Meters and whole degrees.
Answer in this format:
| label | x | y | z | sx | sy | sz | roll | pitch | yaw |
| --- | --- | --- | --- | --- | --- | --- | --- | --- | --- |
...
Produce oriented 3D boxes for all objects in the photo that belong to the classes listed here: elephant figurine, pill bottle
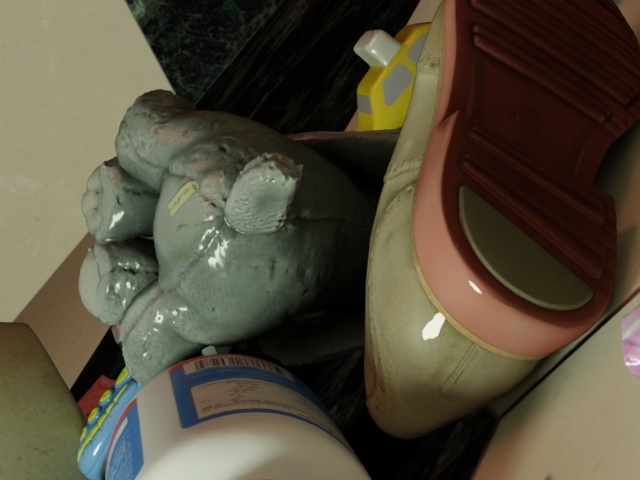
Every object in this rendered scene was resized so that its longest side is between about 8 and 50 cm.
| label | x | y | z | sx | sy | sz | roll | pitch | yaw |
| --- | --- | --- | --- | --- | --- | --- | --- | --- | --- |
| elephant figurine | 0.000 | 0.000 | 0.947 | 0.186 | 0.239 | 0.169 | 50 | 123 | 45 |
| pill bottle | -0.035 | 0.131 | 0.769 | 0.124 | 0.124 | 0.221 | -52 | 11 | 2 |

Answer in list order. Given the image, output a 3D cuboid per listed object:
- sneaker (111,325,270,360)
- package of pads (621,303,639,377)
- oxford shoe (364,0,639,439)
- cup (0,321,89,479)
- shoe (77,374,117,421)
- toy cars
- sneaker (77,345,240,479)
| label | x | y | z | sx | sy | sz | roll | pitch | yaw |
| --- | --- | --- | --- | --- | --- | --- | --- | --- | --- |
| sneaker | -0.066 | 0.038 | 1.266 | 0.112 | 0.121 | 0.299 | -20 | 18 | 11 |
| package of pads | 0.146 | 0.023 | 0.561 | 0.083 | 0.050 | 0.032 | -45 | 19 | 32 |
| oxford shoe | 0.079 | -0.044 | 0.862 | 0.130 | 0.123 | 0.348 | -51 | 9 | 37 |
| cup | -0.268 | 0.187 | 1.179 | 0.237 | 0.331 | 0.331 | -29 | 7 | -11 |
| shoe | -0.205 | 0.173 | 1.495 | 0.178 | 0.063 | 0.081 | -23 | 30 | 58 |
| toy cars | 0.123 | -0.172 | 1.156 | 0.394 | 0.087 | 0.176 | -43 | 15 | 40 |
| sneaker | -0.081 | 0.089 | 1.097 | 0.188 | 0.078 | 0.067 | -52 | 20 | 8 |
